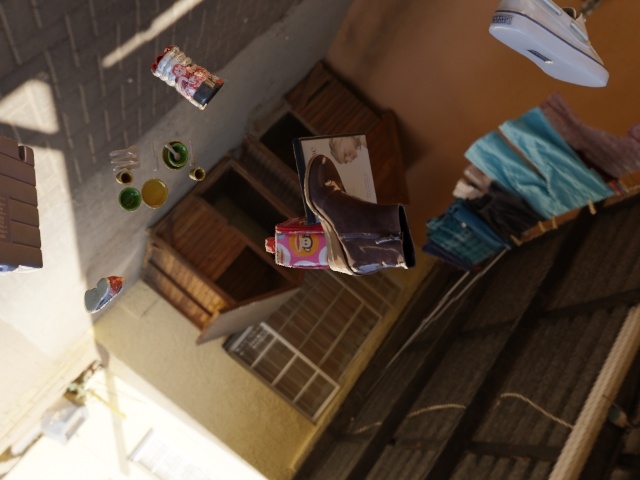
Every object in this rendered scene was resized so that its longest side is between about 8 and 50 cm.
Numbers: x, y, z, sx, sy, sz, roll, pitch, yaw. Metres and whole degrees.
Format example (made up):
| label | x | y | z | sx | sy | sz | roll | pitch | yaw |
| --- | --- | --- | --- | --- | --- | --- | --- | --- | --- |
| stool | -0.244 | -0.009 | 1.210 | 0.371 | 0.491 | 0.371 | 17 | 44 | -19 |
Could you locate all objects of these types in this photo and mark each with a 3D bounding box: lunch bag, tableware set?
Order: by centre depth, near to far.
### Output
| label | x | y | z | sx | sy | sz | roll | pitch | yaw |
| --- | --- | --- | --- | --- | --- | --- | --- | --- | --- |
| tableware set | -0.256 | -0.105 | 0.909 | 0.154 | 0.103 | 0.024 | -19 | -161 | -42 |
| lunch bag | 0.000 | 0.000 | 1.340 | 0.293 | 0.259 | 0.120 | -49 | 136 | -82 |

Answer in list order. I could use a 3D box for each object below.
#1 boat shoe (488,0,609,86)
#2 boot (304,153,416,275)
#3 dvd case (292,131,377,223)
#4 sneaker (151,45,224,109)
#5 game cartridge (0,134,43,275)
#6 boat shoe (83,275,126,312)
| label | x | y | z | sx | sy | sz | roll | pitch | yaw |
| --- | --- | --- | --- | --- | --- | --- | --- | --- | --- |
| boat shoe | 0.374 | -0.321 | 0.893 | 0.096 | 0.268 | 0.088 | 33 | -75 | 60 |
| boot | 0.077 | -0.057 | 1.062 | 0.090 | 0.248 | 0.207 | -17 | -174 | -41 |
| dvd case | 0.040 | -0.146 | 1.264 | 0.022 | 0.180 | 0.253 | -5 | -171 | 39 |
| sneaker | -0.311 | -0.384 | 1.332 | 0.090 | 0.145 | 0.270 | -51 | -165 | 5 |
| game cartridge | -0.543 | -0.075 | 0.804 | 0.068 | 0.230 | 0.355 | -9 | 169 | 11 |
| boat shoe | -0.444 | 0.110 | 1.161 | 0.043 | 0.049 | 0.137 | -10 | 159 | -49 |
